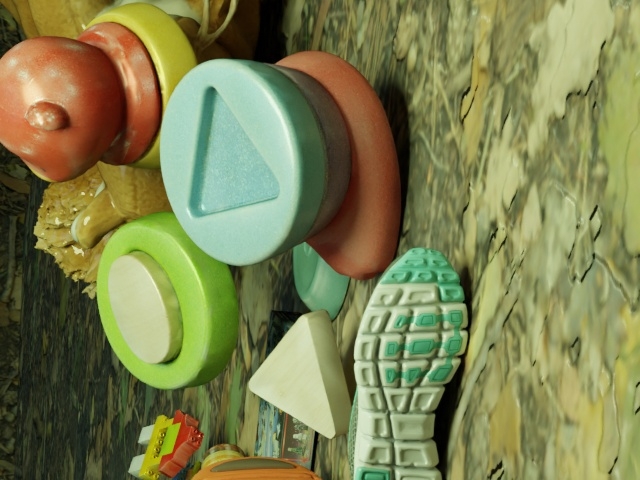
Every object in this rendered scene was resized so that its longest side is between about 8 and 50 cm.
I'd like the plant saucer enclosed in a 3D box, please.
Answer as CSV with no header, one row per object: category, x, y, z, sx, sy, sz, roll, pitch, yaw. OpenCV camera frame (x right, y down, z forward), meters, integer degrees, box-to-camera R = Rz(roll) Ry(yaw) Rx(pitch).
plant saucer,0.000,0.000,1.277,0.119,0.021,0.119,-175,90,-77

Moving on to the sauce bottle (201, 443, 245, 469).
sauce bottle,-0.074,0.224,1.452,0.128,0.042,0.042,-107,26,-52

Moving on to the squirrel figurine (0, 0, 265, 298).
squirrel figurine,-0.134,-0.124,1.500,0.397,0.281,0.370,90,164,-47

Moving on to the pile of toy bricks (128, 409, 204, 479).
pile of toy bricks,-0.119,0.261,1.542,0.105,0.118,0.212,-21,43,44

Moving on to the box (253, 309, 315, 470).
box,-0.025,0.127,1.316,0.094,0.027,0.137,-144,60,-75

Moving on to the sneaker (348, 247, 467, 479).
sneaker,0.041,0.081,1.006,0.076,0.065,0.166,-121,40,-73

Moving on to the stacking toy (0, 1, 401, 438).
stacking toy,-0.103,-0.006,1.181,0.309,0.130,0.279,15,110,42

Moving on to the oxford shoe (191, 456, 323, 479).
oxford shoe,-0.028,0.276,1.086,0.364,0.130,0.133,-104,16,-56
